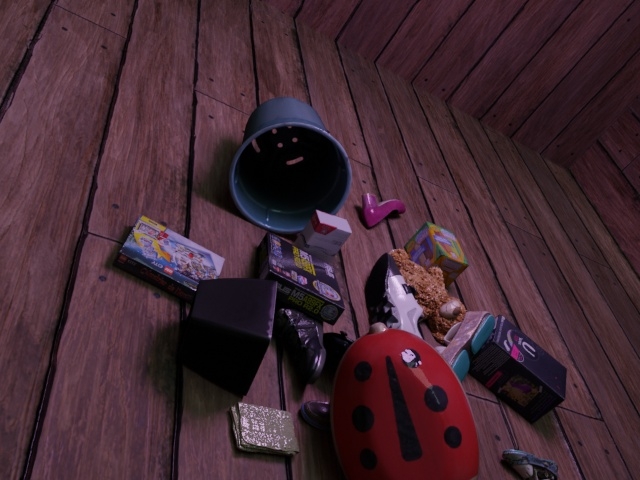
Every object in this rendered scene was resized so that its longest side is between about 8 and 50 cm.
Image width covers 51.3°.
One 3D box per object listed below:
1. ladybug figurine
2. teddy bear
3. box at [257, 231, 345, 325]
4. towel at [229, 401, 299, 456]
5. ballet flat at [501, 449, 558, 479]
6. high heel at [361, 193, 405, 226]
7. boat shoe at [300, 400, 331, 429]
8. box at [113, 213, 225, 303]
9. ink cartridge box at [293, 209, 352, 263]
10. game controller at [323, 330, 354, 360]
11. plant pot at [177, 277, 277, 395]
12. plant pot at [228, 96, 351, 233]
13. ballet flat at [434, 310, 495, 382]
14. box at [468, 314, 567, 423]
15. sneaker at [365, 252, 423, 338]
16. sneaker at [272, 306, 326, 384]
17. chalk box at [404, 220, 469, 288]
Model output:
[{"bbox_3d":[0.172,0.389,1.385,0.162,0.305,0.450,71,1,-76],"label":"ladybug figurine"},{"bbox_3d":[0.315,0.155,2.049,0.245,0.113,0.338,-4,51,-45],"label":"teddy bear"},{"bbox_3d":[-0.056,0.093,1.729,0.216,0.060,0.270,28,16,-15],"label":"box"},{"bbox_3d":[-0.116,0.393,1.384,0.148,0.027,0.110,16,37,-30],"label":"towel"},{"bbox_3d":[0.562,0.605,1.771,0.188,0.070,0.070,20,36,-22],"label":"ballet flat"},{"bbox_3d":[0.227,-0.087,2.325,0.244,0.082,0.117,14,66,-54],"label":"high heel"},{"bbox_3d":[0.044,0.390,1.510,0.183,0.066,0.066,21,35,-27],"label":"boat shoe"},{"bbox_3d":[-0.350,0.049,1.569,0.233,0.044,0.159,30,32,-14],"label":"box"},{"bbox_3d":[0.000,0.000,1.889,0.109,0.150,0.063,17,33,-31],"label":"ink cartridge box"},{"bbox_3d":[0.145,0.312,1.645,0.319,0.067,0.166,31,-7,-9],"label":"game controller"},{"bbox_3d":[-0.204,0.189,1.428,0.166,0.188,0.187,16,36,-10],"label":"plant pot"},{"bbox_3d":[-0.097,-0.252,1.972,0.341,0.341,0.334,25,27,-21],"label":"plant pot"},{"bbox_3d":[0.389,0.316,1.906,0.106,0.108,0.316,11,41,39],"label":"ballet flat"},{"bbox_3d":[0.586,0.382,1.999,0.270,0.143,0.165,39,32,1],"label":"box"},{"bbox_3d":[0.219,0.180,1.910,0.146,0.122,0.331,22,40,-21],"label":"sneaker"},{"bbox_3d":[-0.056,0.242,1.586,0.130,0.087,0.228,24,31,-19],"label":"sneaker"},{"bbox_3d":[0.383,0.033,2.251,0.132,0.132,0.213,18,37,-30],"label":"chalk box"}]
